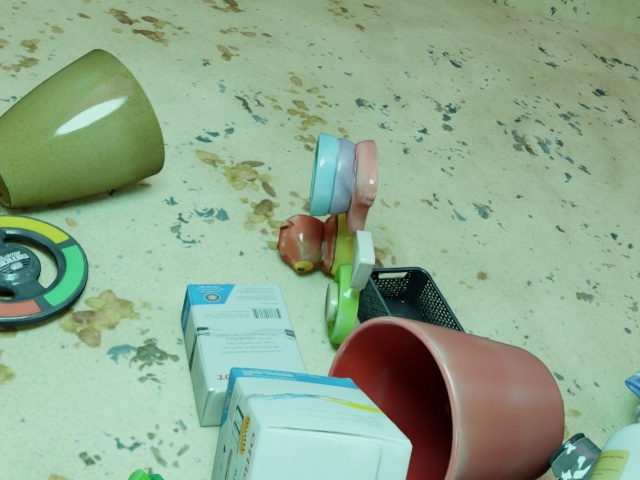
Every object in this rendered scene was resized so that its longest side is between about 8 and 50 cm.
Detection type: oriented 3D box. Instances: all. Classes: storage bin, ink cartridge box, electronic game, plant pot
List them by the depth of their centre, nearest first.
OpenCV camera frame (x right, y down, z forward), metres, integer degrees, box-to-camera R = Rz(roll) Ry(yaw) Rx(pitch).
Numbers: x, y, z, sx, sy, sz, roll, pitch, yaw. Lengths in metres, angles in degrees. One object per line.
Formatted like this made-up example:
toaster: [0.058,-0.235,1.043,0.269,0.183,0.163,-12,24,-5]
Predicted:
ink cartridge box: [-0.023,0.264,0.887,0.168,0.171,0.232,10,3,-15]
plant pot: [0.176,0.237,1.039,0.243,0.275,0.275,5,39,-34]
ink cartridge box: [-0.114,0.162,1.120,0.148,0.086,0.203,2,42,-22]
electronic game: [-0.463,0.040,1.142,0.229,0.048,0.229,13,38,-10]
storage bin: [0.146,0.135,1.274,0.122,0.084,0.180,-1,43,-26]
plant pot: [-0.433,-0.164,1.284,0.254,0.237,0.237,-33,61,-32]

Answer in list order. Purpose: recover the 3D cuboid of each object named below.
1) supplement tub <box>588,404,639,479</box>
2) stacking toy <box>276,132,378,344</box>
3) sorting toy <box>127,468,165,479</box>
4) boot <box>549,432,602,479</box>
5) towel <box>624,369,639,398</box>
supplement tub: [0.364,0.327,0.769,0.228,0.228,0.316,29,72,11]
stacking toy: [0.000,0.000,1.227,0.130,0.309,0.280,7,49,-5]
sorting toy: [-0.251,0.266,0.655,0.126,0.365,0.127,58,22,-22]
boot: [0.335,0.428,0.942,0.222,0.118,0.338,19,67,36]
towel: [0.621,0.279,1.274,0.209,0.034,0.285,42,20,27]
